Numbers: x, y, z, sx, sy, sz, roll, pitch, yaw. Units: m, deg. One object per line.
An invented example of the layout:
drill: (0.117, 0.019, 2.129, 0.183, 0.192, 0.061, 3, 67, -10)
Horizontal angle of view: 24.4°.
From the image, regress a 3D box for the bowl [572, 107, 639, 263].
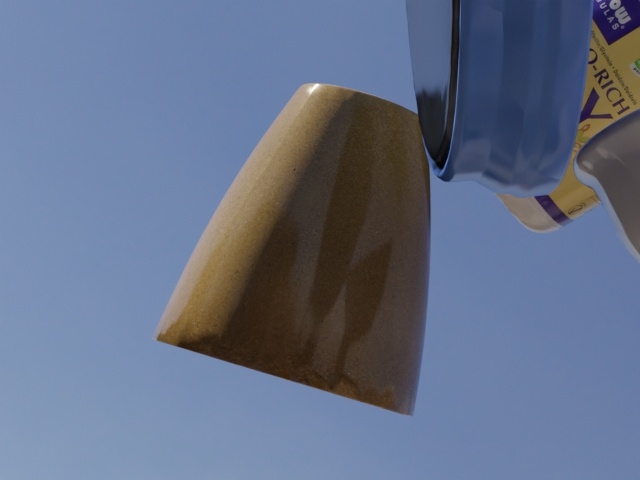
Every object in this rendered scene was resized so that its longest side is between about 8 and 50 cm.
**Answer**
bowl: (0.336, -0.027, 1.031, 0.298, 0.134, 0.298, -11, -12, -2)

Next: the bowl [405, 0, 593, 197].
bowl: (0.103, -0.221, 0.968, 0.077, 0.391, 0.391, -3, -25, -1)

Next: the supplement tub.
supplement tub: (0.320, -0.183, 1.636, 0.331, 0.241, 0.241, -32, -43, 16)

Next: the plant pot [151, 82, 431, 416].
plant pot: (0.000, 0.000, 1.299, 0.237, 0.254, 0.237, 15, -5, 1)
